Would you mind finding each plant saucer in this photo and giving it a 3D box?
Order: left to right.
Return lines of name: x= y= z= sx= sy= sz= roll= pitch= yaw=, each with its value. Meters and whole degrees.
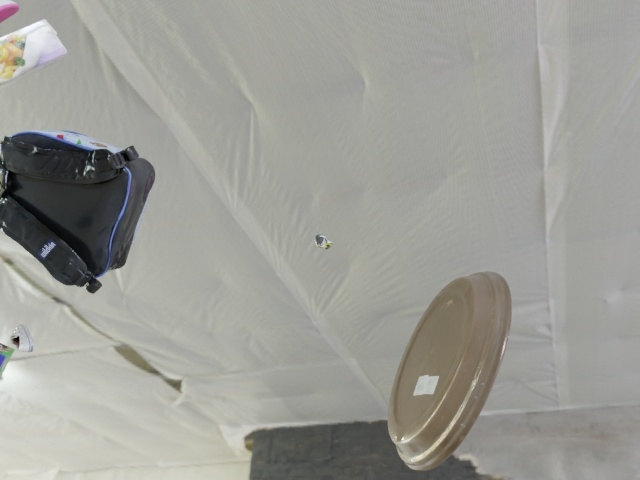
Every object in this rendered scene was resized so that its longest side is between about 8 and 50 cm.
plant saucer: x=0.158 y=0.161 z=0.740 sx=0.041 sy=0.278 sz=0.278 roll=26 pitch=-39 yaw=-4

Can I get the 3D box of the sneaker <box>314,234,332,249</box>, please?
sneaker: x=0.000 y=0.000 z=1.416 sx=0.031 sy=0.035 sz=0.083 roll=-48 pitch=-26 yaw=2

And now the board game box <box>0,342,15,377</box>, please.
board game box: x=-0.924 y=0.354 z=1.381 sx=0.214 sy=0.046 sz=0.317 roll=29 pitch=-79 yaw=-7

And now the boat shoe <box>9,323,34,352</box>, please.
boat shoe: x=-0.630 y=0.205 z=1.173 sx=0.035 sy=0.100 sz=0.035 roll=7 pitch=-72 yaw=-43

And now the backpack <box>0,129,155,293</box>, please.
backpack: x=-0.460 y=-0.086 z=1.044 sx=0.263 sy=0.213 sz=0.276 roll=23 pitch=-81 yaw=0

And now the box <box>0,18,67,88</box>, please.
box: x=-0.552 y=-0.245 z=0.866 sx=0.067 sy=0.324 sz=0.063 roll=-2 pitch=-56 yaw=53

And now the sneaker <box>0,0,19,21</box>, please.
sneaker: x=-0.489 y=-0.308 z=0.721 sx=0.252 sy=0.103 sz=0.111 roll=0 pitch=-46 yaw=40
